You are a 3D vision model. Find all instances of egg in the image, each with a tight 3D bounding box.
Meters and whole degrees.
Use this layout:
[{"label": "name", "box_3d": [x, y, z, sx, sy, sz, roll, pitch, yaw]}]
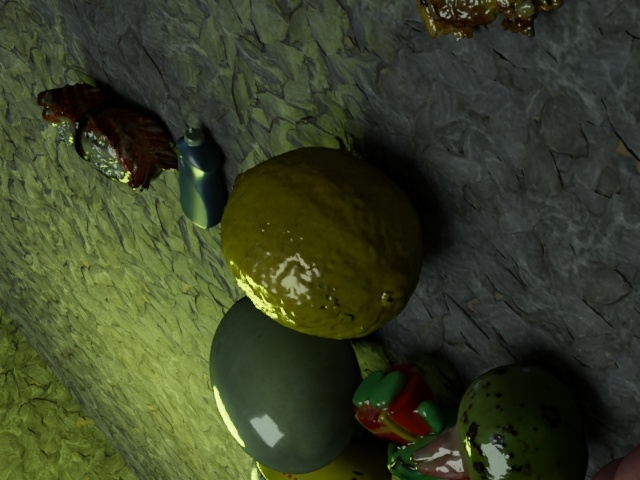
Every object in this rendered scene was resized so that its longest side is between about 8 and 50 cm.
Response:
[{"label": "egg", "box_3d": [-0.061, 0.236, 1.693, 0.258, 0.259, 0.352, 91, 166, -47]}]

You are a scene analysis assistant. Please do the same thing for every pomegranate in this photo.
[{"label": "pomegranate", "box_3d": [0.247, 0.290, 1.373, 0.248, 0.214, 0.214, -18, 113, 14]}]

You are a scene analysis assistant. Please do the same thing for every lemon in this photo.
[{"label": "lemon", "box_3d": [0.000, 0.000, 1.389, 0.322, 0.268, 0.268, 40, 149, 35]}]

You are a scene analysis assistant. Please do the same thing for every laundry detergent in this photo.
[{"label": "laundry detergent", "box_3d": [-0.217, -0.119, 1.752, 0.097, 0.061, 0.206, 42, 148, 32]}]

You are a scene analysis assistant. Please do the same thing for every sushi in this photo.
[{"label": "sushi", "box_3d": [-0.407, -0.203, 1.858, 0.332, 0.124, 0.130, 30, 147, 34]}]

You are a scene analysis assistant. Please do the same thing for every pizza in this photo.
[{"label": "pizza", "box_3d": [0.173, -0.266, 1.058, 0.194, 0.069, 0.154, 23, 138, 42]}]

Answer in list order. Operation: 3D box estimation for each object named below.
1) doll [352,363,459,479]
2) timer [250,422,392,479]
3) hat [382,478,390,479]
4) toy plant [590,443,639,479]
[{"label": "doll", "box_3d": [0.200, 0.355, 1.589, 0.183, 0.160, 0.363, -18, 110, 51]}, {"label": "timer", "box_3d": [0.023, 0.398, 1.835, 0.285, 0.285, 0.285, 34, 145, 28]}, {"label": "hat", "box_3d": [0.166, 0.537, 1.668, 0.226, 0.164, 0.219, 19, 94, 25]}, {"label": "toy plant", "box_3d": [0.425, 0.409, 1.249, 0.356, 0.211, 0.317, 116, 153, -49]}]
